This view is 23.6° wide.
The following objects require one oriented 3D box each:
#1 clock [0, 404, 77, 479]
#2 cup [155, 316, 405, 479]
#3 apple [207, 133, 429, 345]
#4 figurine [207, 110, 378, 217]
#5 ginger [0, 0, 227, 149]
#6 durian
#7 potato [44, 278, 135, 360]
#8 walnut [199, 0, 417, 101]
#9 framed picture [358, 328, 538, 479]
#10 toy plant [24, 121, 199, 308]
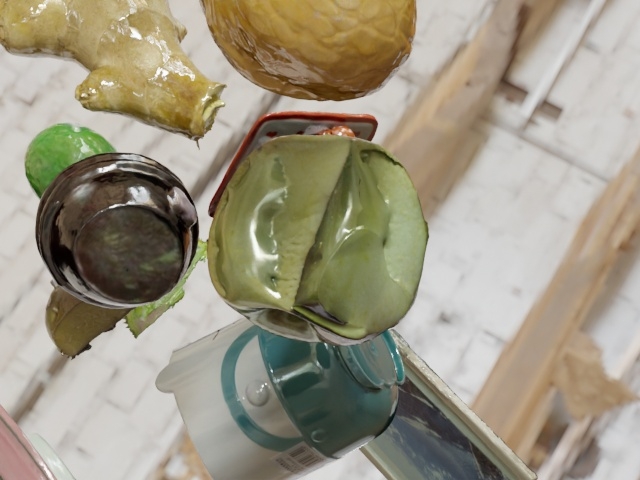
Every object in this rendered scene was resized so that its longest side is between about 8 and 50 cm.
[{"bbox_3d":[-0.234,0.235,1.336,0.056,0.244,0.244,-35,-22,-20],"label":"clock"},{"bbox_3d":[-0.031,0.190,1.972,0.258,0.219,0.290,-27,-12,16],"label":"cup"},{"bbox_3d":[0.000,0.000,1.480,0.174,0.207,0.188,73,-148,-74],"label":"apple"},{"bbox_3d":[0.002,0.003,1.669,0.160,0.226,0.183,0,-38,-30],"label":"figurine"},{"bbox_3d":[-0.261,-0.265,1.787,0.236,0.375,0.166,3,-52,-34],"label":"ginger"},{"bbox_3d":[-0.240,0.043,2.325,0.215,0.100,0.086,-51,17,-7],"label":"durian"},{"bbox_3d":[-0.296,0.062,1.972,0.172,0.089,0.100,-35,41,22],"label":"potato"},{"bbox_3d":[-0.010,-0.195,1.268,0.207,0.159,0.159,22,-82,-41],"label":"walnut"},{"bbox_3d":[0.176,0.326,2.320,0.022,0.335,0.247,-19,-39,-36],"label":"framed picture"},{"bbox_3d":[-0.232,-0.024,1.692,0.175,0.218,0.235,-41,22,-1],"label":"toy plant"}]
